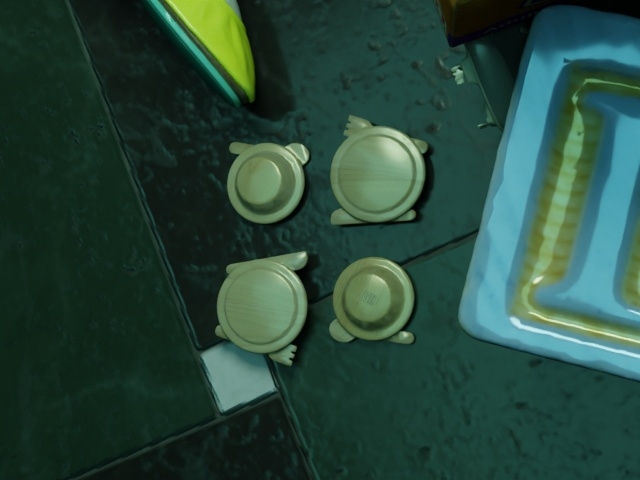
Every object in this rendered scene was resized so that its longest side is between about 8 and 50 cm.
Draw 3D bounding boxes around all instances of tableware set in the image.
[{"bbox_3d":[0.000,0.000,1.085,0.141,0.020,0.168,2,86,16],"label":"tableware set"}]

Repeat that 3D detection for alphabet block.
[{"bbox_3d":[0.208,-0.012,0.925,0.193,0.197,0.192,16,92,19],"label":"alphabet block"}]

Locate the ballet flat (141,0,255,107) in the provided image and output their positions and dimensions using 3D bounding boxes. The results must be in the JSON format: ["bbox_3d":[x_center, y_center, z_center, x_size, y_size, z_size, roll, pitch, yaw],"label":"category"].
[{"bbox_3d":[-0.108,-0.188,1.108,0.231,0.077,0.077,43,83,18],"label":"ballet flat"}]

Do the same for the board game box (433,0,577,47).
[{"bbox_3d":[0.173,-0.344,0.820,0.356,0.356,0.356,-20,88,3],"label":"board game box"}]

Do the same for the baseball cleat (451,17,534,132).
[{"bbox_3d":[0.126,-0.175,1.028,0.109,0.072,0.205,-15,84,15],"label":"baseball cleat"}]
